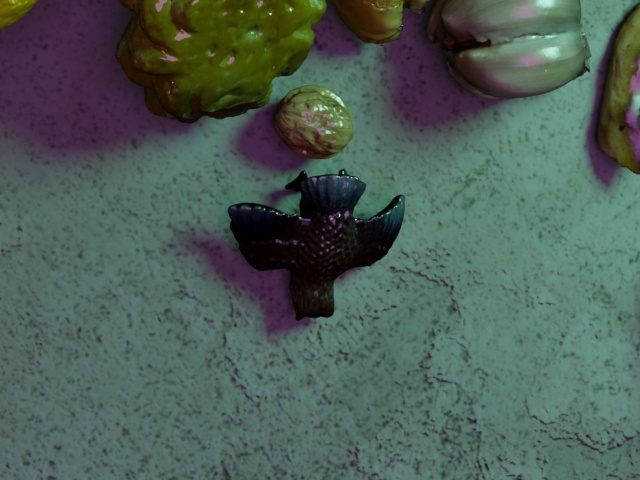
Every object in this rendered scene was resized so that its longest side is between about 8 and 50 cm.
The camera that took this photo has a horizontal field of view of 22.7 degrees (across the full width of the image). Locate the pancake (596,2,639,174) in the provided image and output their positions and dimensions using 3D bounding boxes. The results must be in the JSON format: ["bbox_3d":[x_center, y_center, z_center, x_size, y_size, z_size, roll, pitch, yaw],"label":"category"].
[{"bbox_3d":[0.423,-0.191,1.938,0.212,0.056,0.257,-25,102,-8],"label":"pancake"}]

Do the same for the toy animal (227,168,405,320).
[{"bbox_3d":[-0.001,0.008,1.841,0.218,0.116,0.179,-2,98,-19],"label":"toy animal"}]

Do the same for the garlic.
[{"bbox_3d":[0.225,-0.266,1.831,0.191,0.160,0.214,-8,103,-17],"label":"garlic"}]

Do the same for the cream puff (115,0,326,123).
[{"bbox_3d":[-0.115,-0.247,1.736,0.244,0.244,0.196,-23,71,-9],"label":"cream puff"}]

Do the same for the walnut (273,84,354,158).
[{"bbox_3d":[-0.005,-0.136,1.838,0.096,0.079,0.082,20,95,-13],"label":"walnut"}]

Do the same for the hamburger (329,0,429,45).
[{"bbox_3d":[0.048,-0.351,1.795,0.124,0.131,0.262,-25,98,-8],"label":"hamburger"}]

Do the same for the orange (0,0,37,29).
[{"bbox_3d":[-0.402,-0.350,1.600,0.293,0.340,0.340,30,91,-54],"label":"orange"}]
